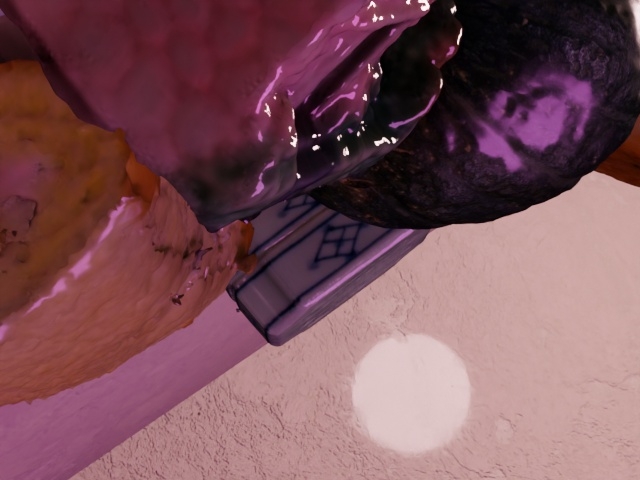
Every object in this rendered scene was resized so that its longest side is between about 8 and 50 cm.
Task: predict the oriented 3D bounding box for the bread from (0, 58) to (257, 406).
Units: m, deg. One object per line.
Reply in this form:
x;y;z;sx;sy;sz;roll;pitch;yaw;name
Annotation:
-0.175;0.007;0.755;0.236;0.165;0.375;-33;172;2;bread

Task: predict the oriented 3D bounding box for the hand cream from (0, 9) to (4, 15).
-0.145;-0.129;0.509;0.205;0.078;0.050;-21;122;-54;hand cream

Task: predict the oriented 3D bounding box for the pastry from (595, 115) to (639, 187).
0.379;-0.218;1.141;0.312;0.388;0.388;-62;172;-3;pastry

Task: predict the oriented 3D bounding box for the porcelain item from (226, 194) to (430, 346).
0.000;0.000;1.426;0.286;0.157;0.281;-37;173;-6;porcelain item

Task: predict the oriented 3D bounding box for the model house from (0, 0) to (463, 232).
0.018;-0.166;0.467;0.237;0.202;0.237;-42;170;34;model house

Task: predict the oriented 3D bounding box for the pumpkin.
0.095;-0.109;0.786;0.293;0.197;0.263;-14;176;29;pumpkin
